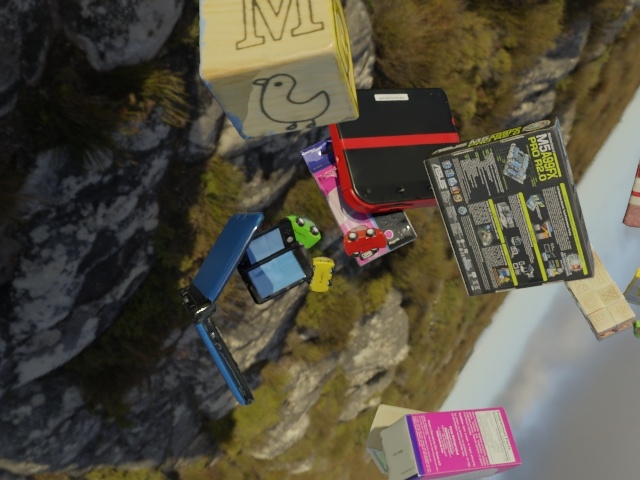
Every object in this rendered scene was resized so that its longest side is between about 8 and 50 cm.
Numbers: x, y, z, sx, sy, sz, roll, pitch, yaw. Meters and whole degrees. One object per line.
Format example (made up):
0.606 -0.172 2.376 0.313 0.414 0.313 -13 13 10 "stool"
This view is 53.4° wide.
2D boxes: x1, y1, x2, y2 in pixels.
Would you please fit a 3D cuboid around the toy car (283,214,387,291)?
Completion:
0.000 0.000 1.441 0.239 0.225 0.053 -40 -148 28 "toy car"

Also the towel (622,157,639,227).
0.887 -0.170 1.521 0.037 0.237 0.328 -53 149 -61 "towel"

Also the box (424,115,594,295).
0.320 -0.047 1.073 0.269 0.217 0.060 68 29 -17 "box"

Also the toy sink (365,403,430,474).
0.251 0.514 1.565 0.131 0.234 0.152 -64 144 -35 "toy sink"

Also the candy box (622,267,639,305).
0.798 0.123 1.537 0.206 0.105 0.027 56 53 -64 "candy box"

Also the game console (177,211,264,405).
-0.137 0.101 1.077 0.173 0.250 0.293 -29 -171 -13 "game console"

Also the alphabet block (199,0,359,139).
-0.059 -0.293 0.979 0.192 0.197 0.193 55 28 -66 "alphabet block"

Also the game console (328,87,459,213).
0.214 -0.251 1.729 0.387 0.341 0.060 -7 166 -25 "game console"

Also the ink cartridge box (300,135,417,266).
0.102 -0.129 1.759 0.176 0.370 0.069 -27 172 -2 "ink cartridge box"

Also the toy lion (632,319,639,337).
0.657 0.173 1.257 0.100 0.096 0.034 123 -29 -61 "toy lion"

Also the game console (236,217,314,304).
-0.101 0.042 1.337 0.144 0.085 0.124 -27 136 -14 "game console"

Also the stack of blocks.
0.605 0.079 1.473 0.087 0.297 0.171 -29 153 14 "stack of blocks"

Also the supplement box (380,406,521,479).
0.239 0.384 1.180 0.220 0.113 0.111 4 147 -23 "supplement box"
